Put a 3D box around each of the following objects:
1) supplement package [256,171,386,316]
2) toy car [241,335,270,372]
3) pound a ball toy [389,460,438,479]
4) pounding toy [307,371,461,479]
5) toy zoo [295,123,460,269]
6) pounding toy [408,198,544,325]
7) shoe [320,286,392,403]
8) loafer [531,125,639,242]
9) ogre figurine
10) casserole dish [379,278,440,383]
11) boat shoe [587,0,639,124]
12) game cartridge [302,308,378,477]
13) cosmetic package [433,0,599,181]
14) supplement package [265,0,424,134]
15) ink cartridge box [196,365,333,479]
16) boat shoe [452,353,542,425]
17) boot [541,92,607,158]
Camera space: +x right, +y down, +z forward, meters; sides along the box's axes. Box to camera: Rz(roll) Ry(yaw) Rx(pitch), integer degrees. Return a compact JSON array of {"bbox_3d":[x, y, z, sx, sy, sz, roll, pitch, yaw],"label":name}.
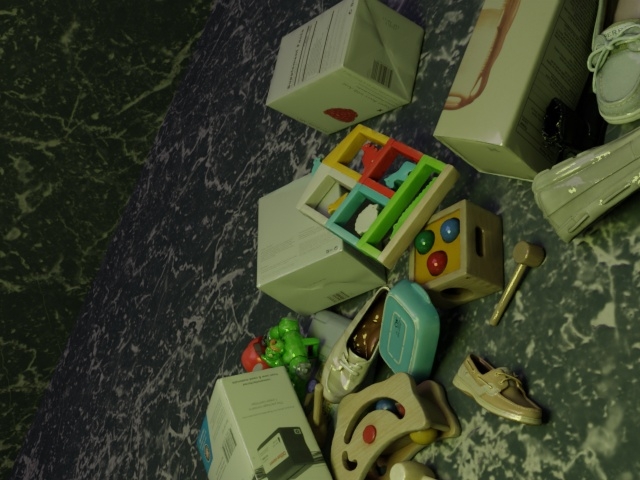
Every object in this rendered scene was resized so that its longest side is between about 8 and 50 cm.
[{"bbox_3d":[0.000,0.000,1.475,0.194,0.149,0.203,-24,50,28],"label":"supplement package"},{"bbox_3d":[-0.106,0.289,1.597,0.225,0.053,0.239,-27,50,49],"label":"toy car"},{"bbox_3d":[0.162,0.415,1.007,0.319,0.135,0.208,1,72,58],"label":"pound a ball toy"},{"bbox_3d":[0.065,0.302,1.208,0.269,0.154,0.154,-34,47,40],"label":"pounding toy"},{"bbox_3d":[0.076,-0.090,1.339,0.192,0.030,0.293,-52,43,-3],"label":"toy zoo"},{"bbox_3d":[0.227,0.035,1.187,0.206,0.094,0.181,-29,47,48],"label":"pounding toy"},{"bbox_3d":[0.065,0.172,1.320,0.219,0.076,0.058,-59,-16,-13],"label":"shoe"},{"bbox_3d":[0.416,-0.092,0.976,0.319,0.112,0.112,-29,83,46],"label":"loafer"},{"bbox_3d":[-0.058,0.217,1.434,0.197,0.096,0.118,-84,13,-52],"label":"ogre figurine"},{"bbox_3d":[0.133,0.148,1.231,0.114,0.037,0.188,48,145,41],"label":"casserole dish"},{"bbox_3d":[0.426,-0.315,1.083,0.118,0.103,0.321,-1,70,58],"label":"boat shoe"},{"bbox_3d":[0.008,0.282,1.423,0.196,0.060,0.294,15,84,56],"label":"game cartridge"},{"bbox_3d":[0.299,-0.251,1.150,0.129,0.153,0.296,16,81,43],"label":"cosmetic package"},{"bbox_3d":[0.046,-0.359,1.645,0.293,0.177,0.175,-11,62,56],"label":"supplement package"},{"bbox_3d":[-0.085,0.399,1.287,0.307,0.129,0.223,63,146,34],"label":"ink cartridge box"},{"bbox_3d":[0.244,0.201,1.083,0.170,0.063,0.059,25,99,61],"label":"boat shoe"},{"bbox_3d":[0.356,-0.171,1.106,0.045,0.099,0.121,-12,61,53],"label":"boot"}]
